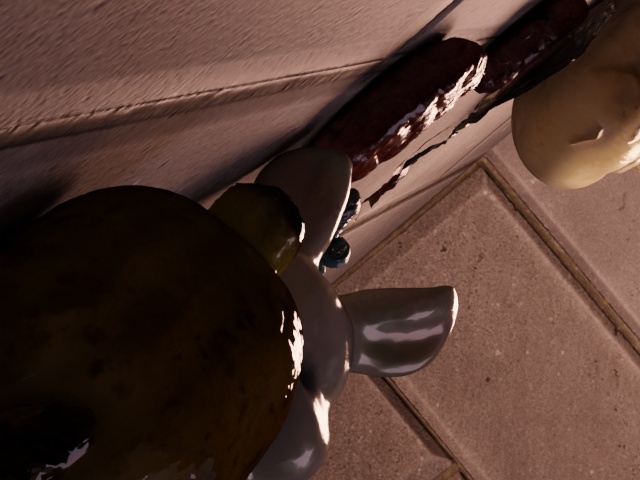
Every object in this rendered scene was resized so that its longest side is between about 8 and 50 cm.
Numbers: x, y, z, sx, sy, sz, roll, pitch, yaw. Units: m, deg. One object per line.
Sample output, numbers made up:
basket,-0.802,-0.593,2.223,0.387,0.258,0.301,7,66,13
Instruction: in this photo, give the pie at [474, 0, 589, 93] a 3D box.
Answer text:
pie,0.206,-0.194,1.782,0.153,0.038,0.153,-39,178,-1

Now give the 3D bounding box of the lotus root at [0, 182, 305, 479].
lotus root,-0.102,0.066,0.864,0.314,0.169,0.141,-40,178,-45

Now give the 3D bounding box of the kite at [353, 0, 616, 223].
kite,0.169,-0.136,1.864,0.360,0.022,0.204,-39,-173,28

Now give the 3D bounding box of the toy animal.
toy animal,-0.084,0.095,1.274,0.367,0.196,0.241,-38,-177,-5

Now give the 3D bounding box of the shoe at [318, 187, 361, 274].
shoe,0.000,0.000,1.833,0.064,0.071,0.143,-36,170,-49

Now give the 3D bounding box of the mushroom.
mushroom,0.404,-0.182,2.347,0.315,0.315,0.356,-40,142,5

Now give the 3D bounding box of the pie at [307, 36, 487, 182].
pie,0.059,-0.098,1.421,0.182,0.049,0.182,-37,176,-3
